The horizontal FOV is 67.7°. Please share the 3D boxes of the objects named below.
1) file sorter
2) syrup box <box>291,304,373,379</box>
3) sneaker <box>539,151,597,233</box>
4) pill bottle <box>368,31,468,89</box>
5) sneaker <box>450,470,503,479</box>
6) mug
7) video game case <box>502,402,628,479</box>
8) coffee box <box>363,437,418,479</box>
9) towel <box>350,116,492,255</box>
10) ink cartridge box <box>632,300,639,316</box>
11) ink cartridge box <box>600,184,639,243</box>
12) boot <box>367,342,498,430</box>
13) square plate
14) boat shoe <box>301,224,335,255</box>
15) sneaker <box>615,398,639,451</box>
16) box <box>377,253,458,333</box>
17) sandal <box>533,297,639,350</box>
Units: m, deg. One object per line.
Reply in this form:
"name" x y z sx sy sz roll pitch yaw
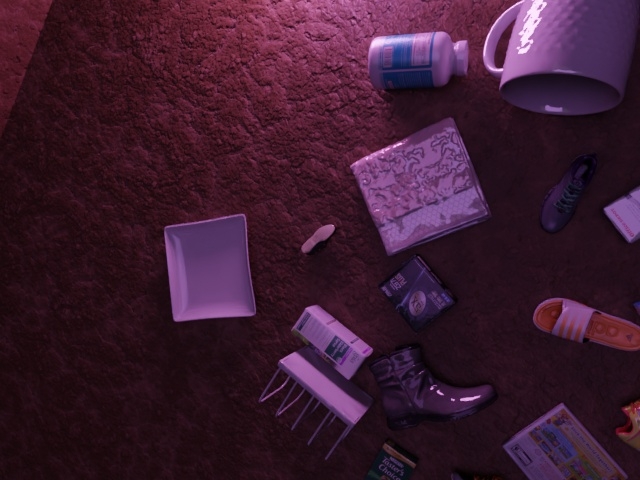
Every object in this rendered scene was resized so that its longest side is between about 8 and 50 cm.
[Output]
"file sorter" -0.015 0.491 1.454 0.277 0.193 0.173 35 105 18
"syrup box" 0.037 0.311 1.481 0.236 0.096 0.093 37 103 19
"sneaker" 0.638 -0.125 1.234 0.083 0.098 0.224 27 100 20
"pill bottle" 0.278 -0.507 1.351 0.263 0.146 0.146 5 92 21
"sneaker" 0.470 0.691 1.325 0.214 0.084 0.083 20 84 17
"mug" 0.579 -0.513 1.188 0.374 0.276 0.328 13 90 52
"video game case" 0.646 0.586 1.276 0.206 0.026 0.227 -44 74 17
"coffee box" 0.205 0.709 1.445 0.113 0.040 0.184 31 101 19
"towel" 0.287 -0.151 1.401 0.331 0.053 0.317 -23 82 20
"ink cartridge box" 0.860 0.172 1.151 0.143 0.090 0.092 -28 80 20
"ink cartridge box" 0.800 -0.077 1.188 0.150 0.063 0.109 -36 78 19
"boot" 0.310 0.398 1.367 0.338 0.118 0.223 -20 78 17
"square plate" -0.385 0.101 1.674 0.343 0.049 0.348 -8 88 21
"boat shoe" -0.001 -0.001 1.525 0.133 0.042 0.049 -41 51 16
"sneaker" 0.805 0.423 1.181 0.094 0.081 0.209 22 99 22
"box" 0.283 0.153 1.390 0.147 0.077 0.180 -42 76 17
"sandal" 0.693 0.218 1.226 0.265 0.076 0.102 13 95 21
